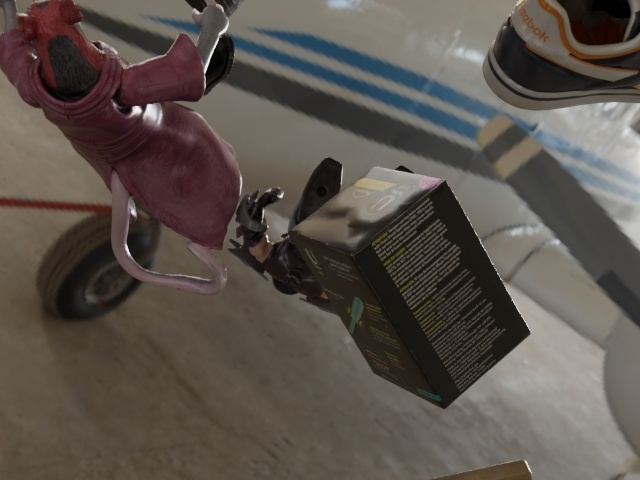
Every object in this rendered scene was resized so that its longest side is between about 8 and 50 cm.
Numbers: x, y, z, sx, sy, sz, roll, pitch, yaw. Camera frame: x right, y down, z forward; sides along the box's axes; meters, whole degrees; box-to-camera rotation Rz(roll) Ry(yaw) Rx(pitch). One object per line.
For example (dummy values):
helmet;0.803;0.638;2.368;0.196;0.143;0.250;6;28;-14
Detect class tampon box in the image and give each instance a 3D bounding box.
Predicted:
tampon box;0.072;0.035;0.866;0.161;0.101;0.120;59;-17;-23

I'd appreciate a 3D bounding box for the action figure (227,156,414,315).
action figure;0.000;0.000;1.149;0.185;0.099;0.285;20;-23;-10

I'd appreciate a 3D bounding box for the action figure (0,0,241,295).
action figure;-0.227;-0.123;1.068;0.248;0.276;0.370;4;-16;14

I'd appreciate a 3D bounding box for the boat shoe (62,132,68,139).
boat shoe;-0.242;-0.122;1.417;0.207;0.073;0.073;30;20;-22

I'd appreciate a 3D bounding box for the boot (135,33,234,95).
boot;-0.166;-0.201;1.233;0.099;0.121;0.045;-6;73;-32

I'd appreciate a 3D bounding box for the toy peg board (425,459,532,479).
toy peg board;0.100;0.272;0.845;0.160;0.161;0.079;-11;39;-4

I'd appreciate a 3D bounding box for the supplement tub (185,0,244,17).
supplement tub;-0.126;-0.432;1.597;0.106;0.198;0.106;40;-7;6

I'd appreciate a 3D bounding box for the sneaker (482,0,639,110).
sneaker;0.327;-0.216;1.070;0.321;0.127;0.126;-14;61;-26
